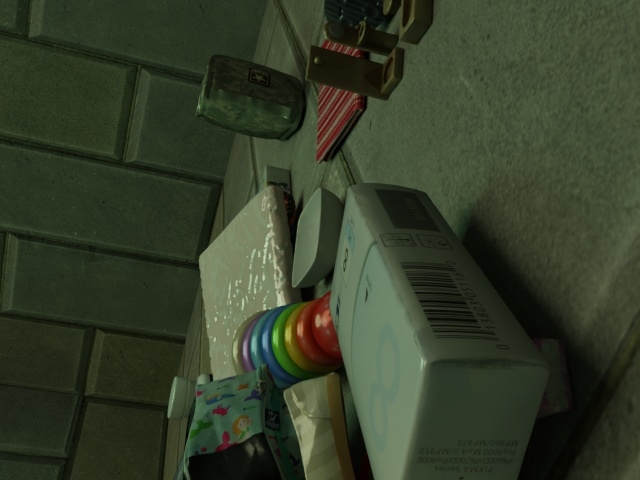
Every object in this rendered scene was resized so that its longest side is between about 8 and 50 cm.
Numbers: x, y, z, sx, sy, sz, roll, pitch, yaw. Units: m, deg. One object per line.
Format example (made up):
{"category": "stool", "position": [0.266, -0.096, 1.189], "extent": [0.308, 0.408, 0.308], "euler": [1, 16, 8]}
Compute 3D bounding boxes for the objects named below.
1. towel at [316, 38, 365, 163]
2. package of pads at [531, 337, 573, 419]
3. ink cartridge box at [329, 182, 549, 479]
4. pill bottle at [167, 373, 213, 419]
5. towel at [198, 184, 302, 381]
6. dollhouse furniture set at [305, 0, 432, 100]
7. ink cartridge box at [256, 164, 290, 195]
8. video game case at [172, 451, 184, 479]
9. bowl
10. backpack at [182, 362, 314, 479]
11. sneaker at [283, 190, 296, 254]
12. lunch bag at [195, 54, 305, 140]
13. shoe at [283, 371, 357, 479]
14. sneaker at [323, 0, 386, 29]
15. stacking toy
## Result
{"category": "towel", "position": [0.041, -0.296, 1.259], "extent": [0.199, 0.031, 0.275], "euler": [131, 146, -60]}
{"category": "package of pads", "position": [0.147, 0.105, 0.514], "extent": [0.083, 0.032, 0.050], "euler": [126, 149, -61]}
{"category": "ink cartridge box", "position": [0.056, 0.180, 0.630], "extent": [0.308, 0.091, 0.385], "euler": [-107, 25, -64]}
{"category": "pill bottle", "position": [-0.210, 0.331, 1.443], "extent": [0.112, 0.186, 0.112], "euler": [-169, 90, -76]}
{"category": "towel", "position": [-0.133, 0.111, 1.340], "extent": [0.317, 0.053, 0.332], "euler": [-41, 53, 47]}
{"category": "dollhouse furniture set", "position": [0.065, -0.303, 0.967], "extent": [0.151, 0.123, 0.144], "euler": [133, 145, -65]}
{"category": "ink cartridge box", "position": [-0.109, -0.076, 1.616], "extent": [0.181, 0.061, 0.104], "euler": [-96, 21, -51]}
{"category": "video game case", "position": [-0.265, 0.570, 1.584], "extent": [0.274, 0.026, 0.196], "euler": [28, 96, 57]}
{"category": "bowl", "position": [0.000, 0.000, 1.141], "extent": [0.142, 0.053, 0.142], "euler": [125, 152, -61]}
{"category": "backpack", "position": [-0.064, 0.267, 0.827], "extent": [0.253, 0.191, 0.225], "euler": [-138, 30, -72]}
{"category": "sneaker", "position": [-0.083, 0.010, 1.449], "extent": [0.087, 0.083, 0.221], "euler": [93, -177, -62]}
{"category": "lunch bag", "position": [-0.172, -0.340, 1.710], "extent": [0.287, 0.235, 0.169], "euler": [-141, 66, -75]}
{"category": "shoe", "position": [0.010, 0.240, 0.679], "extent": [0.076, 0.058, 0.219], "euler": [94, 166, -77]}
{"category": "sneaker", "position": [0.100, -0.447, 1.034], "extent": [0.319, 0.112, 0.131], "euler": [-59, 7, 48]}
{"category": "stacking toy", "position": [-0.009, 0.131, 0.961], "extent": [0.330, 0.141, 0.141], "euler": [144, 136, -60]}
